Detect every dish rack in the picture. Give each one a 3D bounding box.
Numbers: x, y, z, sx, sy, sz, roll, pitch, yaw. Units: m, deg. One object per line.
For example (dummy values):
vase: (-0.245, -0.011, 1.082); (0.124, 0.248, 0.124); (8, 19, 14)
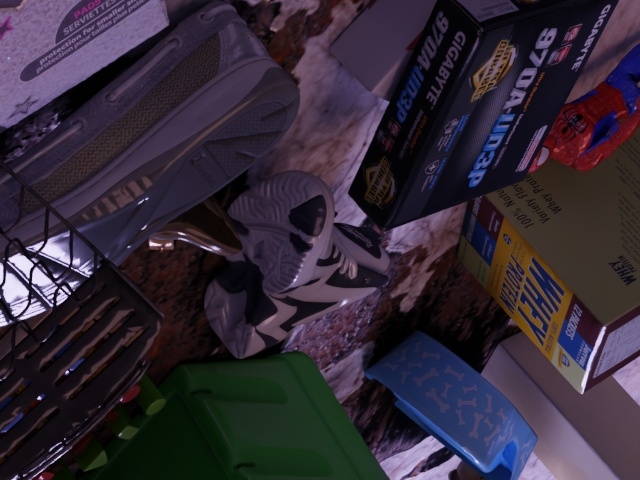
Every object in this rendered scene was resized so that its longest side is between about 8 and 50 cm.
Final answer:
dish rack: (-0.241, 0.042, 1.272); (0.208, 0.074, 0.271); (-42, 113, 6)

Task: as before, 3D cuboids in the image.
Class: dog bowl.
dog bowl: (0.149, 0.183, 2.152); (0.074, 0.166, 0.297); (-51, 156, -4)

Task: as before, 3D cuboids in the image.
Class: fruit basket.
fruit basket: (-0.061, 0.321, 1.912); (0.392, 0.283, 0.392); (-20, 140, -18)

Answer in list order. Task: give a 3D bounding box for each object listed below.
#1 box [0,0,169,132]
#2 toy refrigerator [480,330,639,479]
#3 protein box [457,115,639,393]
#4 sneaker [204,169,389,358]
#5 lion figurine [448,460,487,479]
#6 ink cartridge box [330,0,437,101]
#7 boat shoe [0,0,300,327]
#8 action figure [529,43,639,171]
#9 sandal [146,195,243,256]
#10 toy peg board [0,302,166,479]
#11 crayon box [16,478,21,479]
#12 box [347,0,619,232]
box: (-0.223, -0.136, 1.073); (0.247, 0.142, 0.163); (-34, 155, -14)
toy refrigerator: (0.310, 0.225, 2.310); (0.102, 0.269, 0.094); (-22, 151, -37)
protein box: (0.280, 0.002, 1.970); (0.201, 0.200, 0.136); (-30, 154, -22)
sneaker: (0.000, 0.000, 1.693); (0.153, 0.094, 0.235); (-26, 153, -32)
lion figurine: (0.060, 0.351, 2.223); (0.240, 0.142, 0.392); (-12, -177, 36)
ink cartridge box: (0.084, -0.155, 1.592); (0.099, 0.056, 0.135); (-47, 155, 13)
boat shoe: (-0.168, -0.045, 1.381); (0.320, 0.103, 0.118); (-35, 158, -2)
action figure: (0.296, -0.160, 1.856); (0.280, 0.091, 0.139); (-36, 162, -13)
sandal: (-0.125, -0.018, 1.516); (0.049, 0.072, 0.180); (-34, 159, 26)
toy peg board: (-0.215, 0.137, 1.629); (0.161, 0.079, 0.161); (-45, 156, 9)
crayon box: (-0.346, 0.289, 1.696); (0.202, 0.081, 0.318); (-48, 156, 16)
box: (0.131, -0.118, 1.588); (0.175, 0.051, 0.220); (-20, 147, -40)
